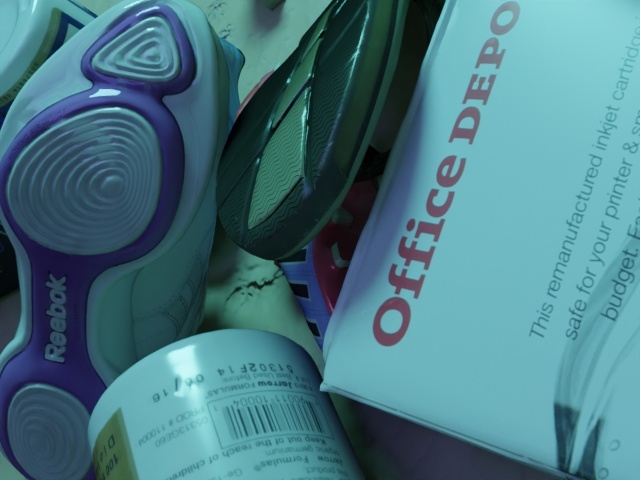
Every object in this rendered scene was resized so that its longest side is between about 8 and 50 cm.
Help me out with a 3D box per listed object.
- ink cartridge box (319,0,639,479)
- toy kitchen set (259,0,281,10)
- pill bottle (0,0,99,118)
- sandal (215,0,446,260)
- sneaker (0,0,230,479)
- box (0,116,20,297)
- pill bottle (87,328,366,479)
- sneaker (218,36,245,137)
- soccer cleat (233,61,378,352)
[{"bbox_3d":[0.178,0.003,0.346,0.308,0.129,0.223,13,79,44],"label":"ink cartridge box"},{"bbox_3d":[-0.045,-0.237,0.700,0.075,0.068,0.083,-38,50,21],"label":"toy kitchen set"},{"bbox_3d":[-0.162,-0.107,0.667,0.094,0.169,0.094,-20,57,34],"label":"pill bottle"},{"bbox_3d":[0.032,-0.092,0.502,0.120,0.086,0.302,-42,15,35],"label":"sandal"},{"bbox_3d":[-0.119,-0.002,0.553,0.114,0.152,0.305,21,115,5],"label":"sneaker"},{"bbox_3d":[-0.300,-0.052,0.779,0.270,0.143,0.165,-25,56,31],"label":"box"},{"bbox_3d":[-0.026,0.167,0.443,0.131,0.131,0.229,-42,48,18],"label":"pill bottle"},{"bbox_3d":[-0.078,-0.066,0.651,0.063,0.073,0.162,14,100,40],"label":"sneaker"},{"bbox_3d":[0.000,0.000,0.549,0.095,0.083,0.248,-53,43,36],"label":"soccer cleat"}]
